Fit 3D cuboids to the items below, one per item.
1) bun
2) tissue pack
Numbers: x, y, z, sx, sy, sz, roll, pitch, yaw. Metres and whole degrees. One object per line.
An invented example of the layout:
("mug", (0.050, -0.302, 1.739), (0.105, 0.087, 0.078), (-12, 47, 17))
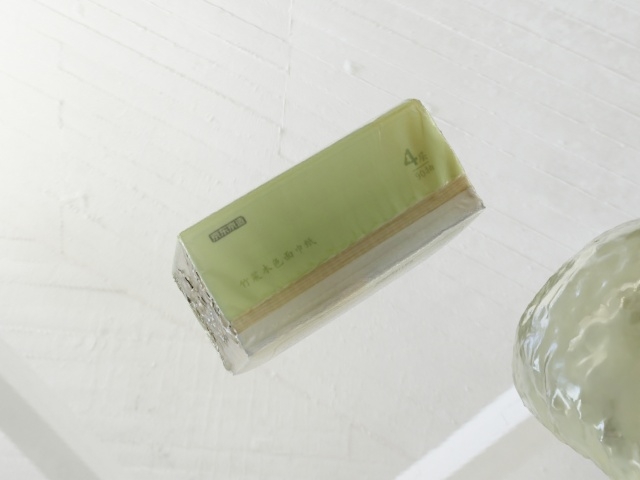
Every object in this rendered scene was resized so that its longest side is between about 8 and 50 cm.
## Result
("bun", (0.196, 0.059, 0.369), (0.243, 0.244, 0.153), (27, -92, -8))
("tissue pack", (0.000, 0.000, 0.767), (0.234, 0.159, 0.125), (-31, -95, -15))
